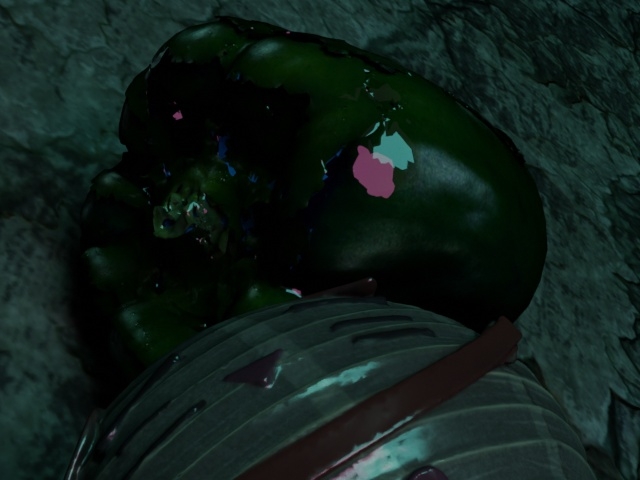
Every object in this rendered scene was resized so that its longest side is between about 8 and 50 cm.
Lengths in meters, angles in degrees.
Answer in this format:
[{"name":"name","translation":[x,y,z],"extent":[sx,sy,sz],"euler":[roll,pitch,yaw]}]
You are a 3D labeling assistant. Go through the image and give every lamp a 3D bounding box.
[{"name":"lamp","translation":[0.001,0.135,0.571],"extent":[0.265,0.233,0.233],"euler":[-24,71,-31]}]

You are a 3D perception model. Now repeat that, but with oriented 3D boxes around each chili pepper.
[{"name":"chili pepper","translation":[0.000,0.000,0.777],"extent":[0.257,0.248,0.233],"euler":[24,21,-43]}]
